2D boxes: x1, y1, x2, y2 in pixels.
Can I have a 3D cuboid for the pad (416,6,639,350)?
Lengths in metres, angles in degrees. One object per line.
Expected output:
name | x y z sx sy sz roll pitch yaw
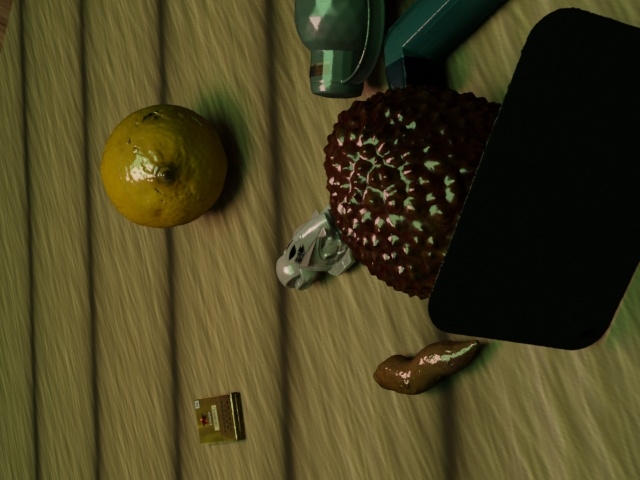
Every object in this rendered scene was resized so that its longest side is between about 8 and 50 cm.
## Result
pad | 0.236 -0.065 0.957 0.063 0.314 0.375 -123 48 -61

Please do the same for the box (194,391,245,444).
box | -0.194 0.342 1.665 0.133 0.023 0.090 -21 74 48

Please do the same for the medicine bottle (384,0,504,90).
medicine bottle | 0.179 -0.298 1.164 0.258 0.079 0.124 -43 50 40

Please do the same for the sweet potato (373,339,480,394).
sweet potato | 0.148 0.183 1.234 0.218 0.051 0.065 -27 68 47

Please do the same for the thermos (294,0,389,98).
thermos | 0.040 -0.354 1.277 0.182 0.145 0.287 12 102 62

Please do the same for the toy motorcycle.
toy motorcycle | 0.000 0.000 1.362 0.254 0.112 0.112 -43 59 43

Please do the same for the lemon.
lemon | -0.296 -0.135 1.623 0.253 0.228 0.228 -15 79 50

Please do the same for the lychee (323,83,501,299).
lychee | 0.138 -0.059 1.083 0.276 0.304 0.276 -45 20 22
